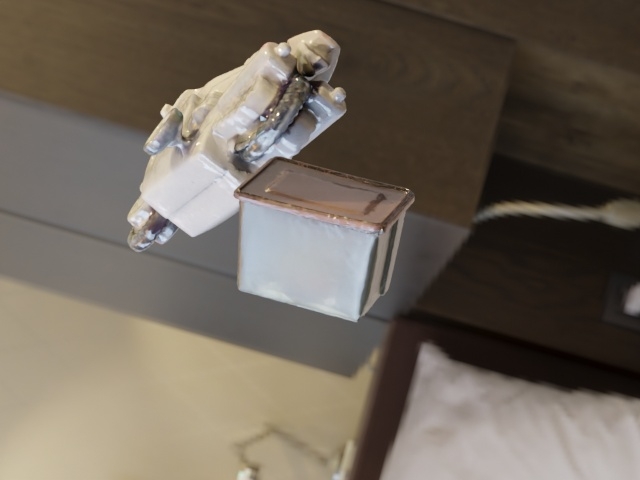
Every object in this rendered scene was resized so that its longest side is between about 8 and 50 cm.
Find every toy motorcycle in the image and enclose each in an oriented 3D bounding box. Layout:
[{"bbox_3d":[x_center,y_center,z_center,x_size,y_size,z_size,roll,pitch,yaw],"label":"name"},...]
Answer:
[{"bbox_3d":[-0.066,-0.085,1.129,0.260,0.110,0.171,-34,24,53],"label":"toy motorcycle"}]

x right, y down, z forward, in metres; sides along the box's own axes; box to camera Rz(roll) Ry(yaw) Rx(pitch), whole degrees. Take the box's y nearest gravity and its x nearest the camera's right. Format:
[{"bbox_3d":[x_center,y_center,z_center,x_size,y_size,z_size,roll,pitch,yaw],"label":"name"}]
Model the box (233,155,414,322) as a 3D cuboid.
[{"bbox_3d":[0.000,0.000,0.783,0.060,0.084,0.063,-46,-34,-61],"label":"box"}]
